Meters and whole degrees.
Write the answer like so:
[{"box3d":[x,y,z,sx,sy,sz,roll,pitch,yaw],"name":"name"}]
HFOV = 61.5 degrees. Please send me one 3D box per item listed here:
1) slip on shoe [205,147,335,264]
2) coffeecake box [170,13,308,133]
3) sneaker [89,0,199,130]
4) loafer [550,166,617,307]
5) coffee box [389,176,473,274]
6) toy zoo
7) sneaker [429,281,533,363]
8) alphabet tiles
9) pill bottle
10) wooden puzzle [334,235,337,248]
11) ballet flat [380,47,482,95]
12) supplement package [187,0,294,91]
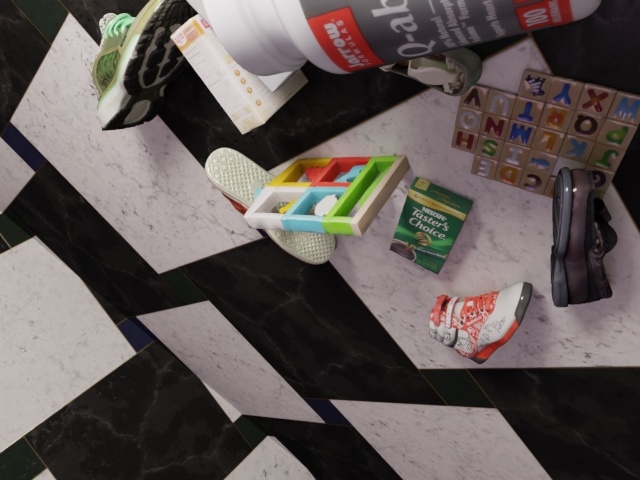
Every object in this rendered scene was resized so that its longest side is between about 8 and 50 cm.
[{"box3d":[-0.105,-0.071,1.159,0.331,0.123,0.101,38,168,-1],"name":"slip on shoe"},{"box3d":[-0.126,-0.295,0.880,0.068,0.142,0.185,-12,122,46],"name":"coffeecake box"},{"box3d":[-0.366,-0.368,1.022,0.410,0.158,0.182,-30,91,48],"name":"sneaker"},{"box3d":[0.399,0.000,0.809,0.095,0.109,0.302,-2,143,20],"name":"loafer"},{"box3d":[0.199,-0.024,0.997,0.113,0.040,0.184,28,144,13],"name":"coffee box"},{"box3d":[-0.009,-0.087,0.974,0.293,0.192,0.030,5,134,37],"name":"toy zoo"},{"box3d":[0.299,0.146,1.062,0.145,0.090,0.270,26,146,11],"name":"sneaker"},{"box3d":[0.312,-0.151,0.784,0.237,0.009,0.198,21,142,20],"name":"alphabet tiles"},{"box3d":[0.073,-0.287,0.539,0.362,0.210,0.210,-4,129,29],"name":"pill bottle"},{"box3d":[0.000,0.000,1.221,0.078,0.014,0.116,49,143,-9],"name":"wooden puzzle"},{"box3d":[0.123,-0.264,0.767,0.213,0.068,0.072,25,143,17],"name":"ballet flat"},{"box3d":[-0.087,-0.367,0.772,0.244,0.134,0.139,45,144,-12],"name":"supplement package"}]
